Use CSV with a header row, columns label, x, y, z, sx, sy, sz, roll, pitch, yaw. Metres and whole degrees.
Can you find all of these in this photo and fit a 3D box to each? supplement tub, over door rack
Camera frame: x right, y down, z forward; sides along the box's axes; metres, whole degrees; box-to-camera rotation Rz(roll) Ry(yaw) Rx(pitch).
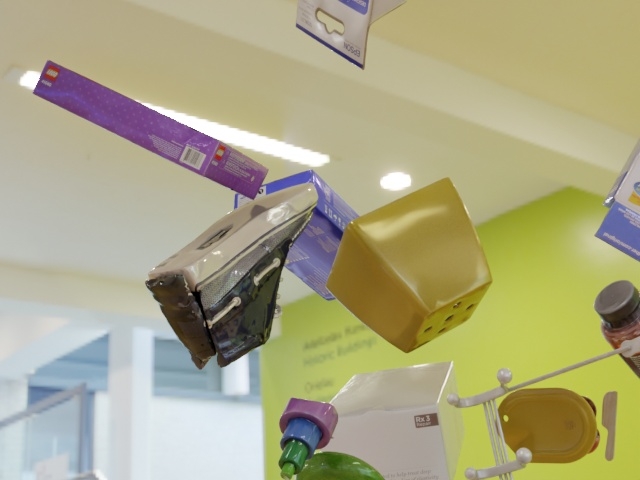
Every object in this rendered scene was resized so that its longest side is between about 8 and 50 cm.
label,x,y,z,sx,sy,sz,roll,pitch,yaw
supplement tub,0.511,0.151,1.498,0.106,0.106,0.198,-23,-60,44
over door rack,0.328,0.276,1.272,0.324,0.240,0.108,-24,-24,32

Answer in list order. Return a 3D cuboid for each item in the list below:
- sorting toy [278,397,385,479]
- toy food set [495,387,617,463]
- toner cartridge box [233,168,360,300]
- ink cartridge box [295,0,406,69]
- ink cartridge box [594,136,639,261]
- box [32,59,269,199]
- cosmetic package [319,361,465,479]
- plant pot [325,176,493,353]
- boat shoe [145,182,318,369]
label,x,y,z,sx,sy,sz,roll,pitch,yaw
sorting toy,0.019,0.366,1.188,0.127,0.126,0.366,-5,-57,26
toy food set,0.413,0.313,1.640,0.217,0.128,0.071,-6,-5,34
toner cartridge box,0.000,0.000,1.792,0.165,0.075,0.348,-14,-32,25
ink cartridge box,0.049,-0.416,1.179,0.069,0.176,0.371,-11,-56,-31
ink cartridge box,0.483,-0.089,1.183,0.185,0.311,0.065,30,-8,3
box,-0.238,-0.155,1.374,0.293,0.057,0.201,26,0,17
cosmetic package,0.139,0.337,1.739,0.217,0.156,0.385,-9,3,14
plant pot,0.161,0.057,1.594,0.212,0.187,0.212,-25,-25,-25
boat shoe,-0.098,0.047,1.367,0.127,0.158,0.340,-8,20,42
